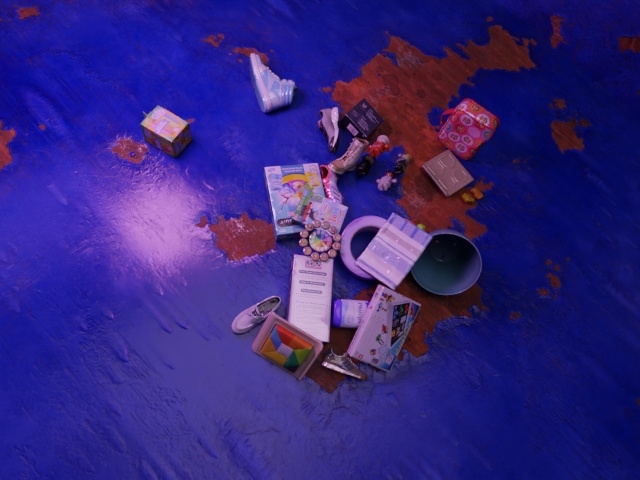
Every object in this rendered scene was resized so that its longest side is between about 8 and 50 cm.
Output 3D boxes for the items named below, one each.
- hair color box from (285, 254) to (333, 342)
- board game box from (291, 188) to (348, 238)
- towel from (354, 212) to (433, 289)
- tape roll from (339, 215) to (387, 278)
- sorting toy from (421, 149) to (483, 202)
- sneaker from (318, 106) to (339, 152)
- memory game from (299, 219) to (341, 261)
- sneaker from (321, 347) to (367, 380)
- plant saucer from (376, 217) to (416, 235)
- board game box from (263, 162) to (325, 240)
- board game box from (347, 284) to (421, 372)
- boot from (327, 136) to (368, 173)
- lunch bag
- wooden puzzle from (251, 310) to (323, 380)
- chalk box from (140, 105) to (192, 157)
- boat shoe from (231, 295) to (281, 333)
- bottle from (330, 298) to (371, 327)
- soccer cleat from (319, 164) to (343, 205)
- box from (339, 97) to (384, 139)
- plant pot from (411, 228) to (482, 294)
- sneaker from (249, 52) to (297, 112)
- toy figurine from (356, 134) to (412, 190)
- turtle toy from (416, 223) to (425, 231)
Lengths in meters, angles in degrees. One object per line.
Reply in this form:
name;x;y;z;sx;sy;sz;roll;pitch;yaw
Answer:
hair color box;-0.047;0.244;1.665;0.173;0.105;0.348;8;68;-9
board game box;-0.002;-0.114;1.765;0.211;0.039;0.160;23;68;-5
towel;0.304;0.041;1.683;0.209;0.034;0.285;36;84;21
tape roll;0.219;0.035;1.775;0.274;0.090;0.275;0;77;2
sorting toy;0.682;-0.308;2.074;0.228;0.041;0.307;-30;77;-25
sneaker;0.042;-0.546;2.010;0.107;0.100;0.272;-1;63;-2
memory game;0.000;0.000;1.701;0.185;0.012;0.187;4;72;-11
sneaker;0.106;0.493;1.619;0.191;0.064;0.086;20;71;0
plant saucer;0.355;-0.010;1.845;0.199;0.037;0.200;-2;81;10
board game box;-0.105;-0.181;1.836;0.253;0.079;0.337;-8;70;-14
board game box;0.258;0.356;1.632;0.192;0.053;0.306;27;88;-15
boot;0.132;-0.397;1.882;0.077;0.165;0.213;46;36;17
lunch bag;0.724;-0.566;2.044;0.258;0.293;0.120;36;71;3
wooden puzzle;-0.134;0.409;1.534;0.238;0.221;0.044;33;30;5
chalk box;-0.709;-0.497;1.809;0.212;0.132;0.132;29;66;2
boat shoe;-0.255;0.289;1.618;0.227;0.081;0.079;-32;78;-21
bottle;0.182;0.313;1.692;0.282;0.092;0.118;6;71;-9
soccer cleat;0.044;-0.241;1.879;0.095;0.083;0.248;15;58;-36
box;0.209;-0.604;2.046;0.156;0.093;0.158;47;67;-5
plant pot;0.553;0.067;1.792;0.290;0.290;0.195;31;28;2
sneaker;-0.234;-0.803;2.034;0.208;0.127;0.320;-15;82;-15
toy figurine;0.303;-0.368;1.927;0.209;0.213;0.148;35;50;0
turtle toy;0.430;-0.043;1.897;0.130;0.066;0.095;-16;73;-17
